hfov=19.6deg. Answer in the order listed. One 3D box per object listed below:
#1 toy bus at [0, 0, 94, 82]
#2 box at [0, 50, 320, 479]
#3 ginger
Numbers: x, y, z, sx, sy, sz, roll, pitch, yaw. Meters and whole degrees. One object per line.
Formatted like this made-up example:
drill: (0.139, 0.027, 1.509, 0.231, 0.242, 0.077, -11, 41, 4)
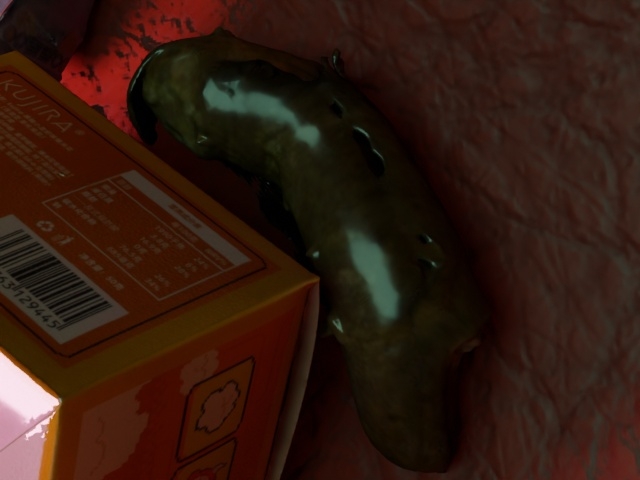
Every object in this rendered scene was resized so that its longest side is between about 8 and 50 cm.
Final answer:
toy bus: (-0.288, -0.223, 1.293, 0.317, 0.112, 0.138, 32, 93, 25)
box: (-0.181, 0.074, 1.113, 0.283, 0.214, 0.259, 38, 133, 29)
ginger: (0.009, -0.012, 1.118, 0.133, 0.107, 0.309, -39, 74, 7)
